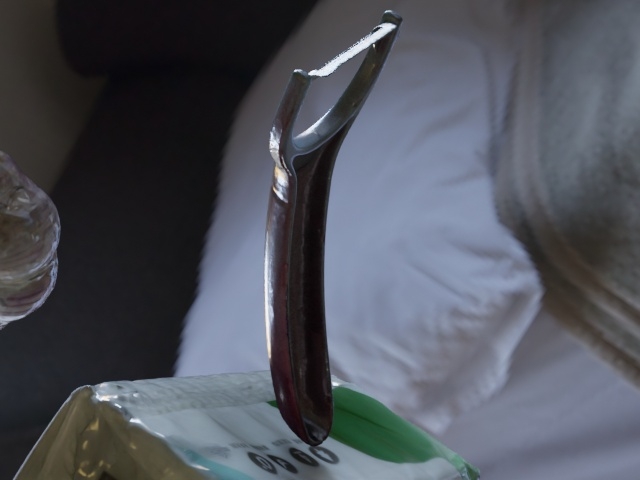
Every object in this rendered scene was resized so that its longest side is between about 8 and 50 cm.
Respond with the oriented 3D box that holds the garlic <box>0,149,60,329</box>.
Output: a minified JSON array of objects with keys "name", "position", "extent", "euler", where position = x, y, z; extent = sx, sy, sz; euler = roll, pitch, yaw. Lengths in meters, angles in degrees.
[{"name":"garlic","position":[-0.250,-0.005,1.186],"extent":[0.159,0.147,0.102],"euler":[-50,-2,40]}]

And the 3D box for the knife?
[{"name":"knife","position":[-0.002,0.000,1.009],"extent":[0.123,0.053,0.278],"euler":[-34,-41,-46]}]

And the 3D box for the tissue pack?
[{"name":"tissue pack","position":[-0.071,0.232,1.138],"extent":[0.266,0.194,0.356],"euler":[-59,-22,12]}]
